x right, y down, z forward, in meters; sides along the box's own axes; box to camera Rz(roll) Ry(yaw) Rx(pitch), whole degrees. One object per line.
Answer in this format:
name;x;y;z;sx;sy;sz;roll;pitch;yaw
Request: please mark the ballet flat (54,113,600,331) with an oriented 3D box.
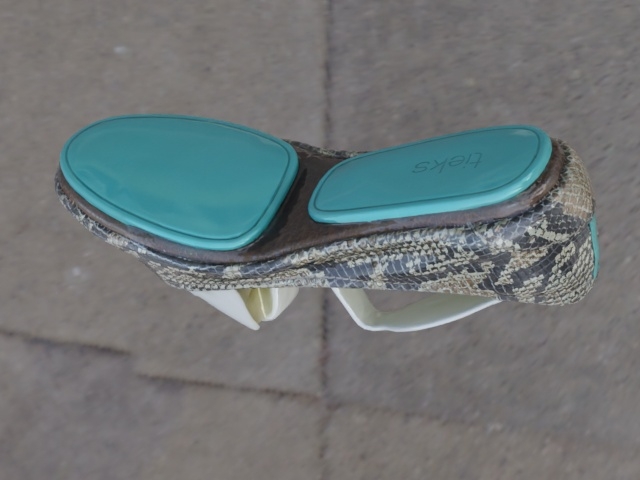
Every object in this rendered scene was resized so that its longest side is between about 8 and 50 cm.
ballet flat;0.000;0.000;1.346;0.482;0.164;0.182;3;133;30
